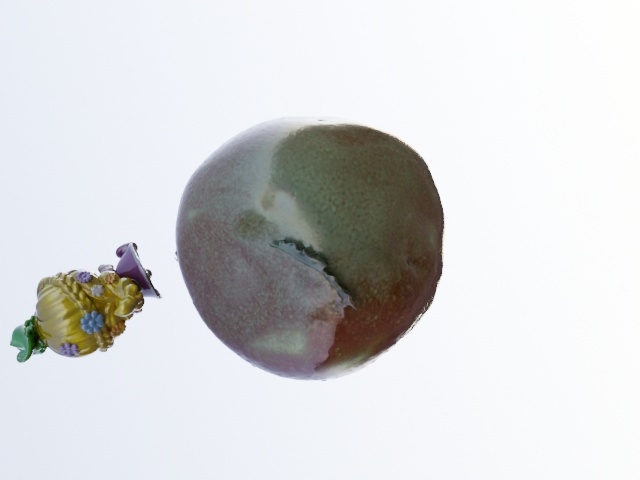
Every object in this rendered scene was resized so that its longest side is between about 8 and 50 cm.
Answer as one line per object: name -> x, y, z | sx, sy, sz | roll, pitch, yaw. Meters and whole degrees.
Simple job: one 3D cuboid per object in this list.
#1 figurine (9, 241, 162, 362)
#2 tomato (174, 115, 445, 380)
figurine -> -0.233, 0.073, 1.693 | 0.094, 0.156, 0.115 | 64, 180, -16
tomato -> 0.000, 0.000, 1.925 | 0.239, 0.303, 0.303 | 140, 137, -57
